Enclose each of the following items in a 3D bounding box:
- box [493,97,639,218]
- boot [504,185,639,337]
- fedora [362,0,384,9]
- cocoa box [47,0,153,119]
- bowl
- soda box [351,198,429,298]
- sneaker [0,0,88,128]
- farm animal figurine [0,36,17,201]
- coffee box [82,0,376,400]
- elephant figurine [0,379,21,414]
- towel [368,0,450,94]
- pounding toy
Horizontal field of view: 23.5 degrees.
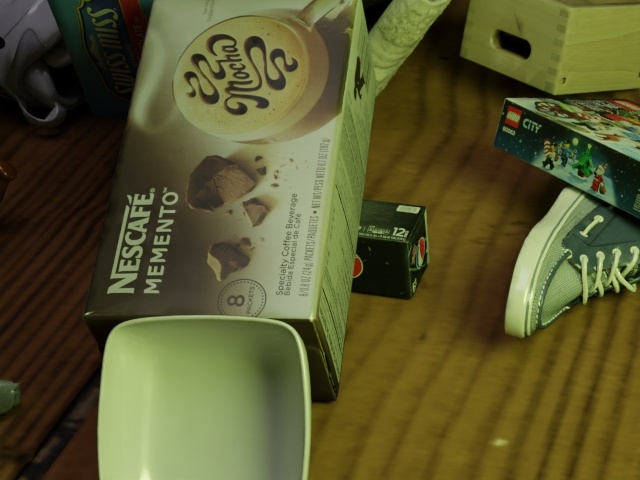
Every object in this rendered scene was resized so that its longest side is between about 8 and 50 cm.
[{"bbox_3d":[0.277,-0.058,1.240,0.159,0.044,0.233,-5,26,-40],"label":"box"},{"bbox_3d":[0.204,0.018,1.166,0.086,0.069,0.190,13,36,20],"label":"boot"},{"bbox_3d":[0.024,-0.322,1.660,0.275,0.124,0.243,-5,31,15],"label":"fedora"},{"bbox_3d":[-0.086,-0.299,1.371,0.228,0.231,0.347,6,63,8],"label":"cocoa box"},{"bbox_3d":[-0.072,0.122,1.021,0.142,0.142,0.053,0,-6,11],"label":"bowl"},{"bbox_3d":[0.000,0.000,1.236,0.169,0.060,0.053,8,37,19],"label":"soda box"},{"bbox_3d":[-0.225,-0.276,1.544,0.210,0.137,0.366,34,83,35],"label":"sneaker"},{"bbox_3d":[-0.440,-0.112,1.318,0.172,0.330,0.327,-41,36,26],"label":"farm animal figurine"},{"bbox_3d":[-0.059,-0.037,1.155,0.168,0.119,0.297,1,57,11],"label":"coffee box"},{"bbox_3d":[-0.339,0.062,1.037,0.169,0.239,0.186,6,35,19],"label":"elephant figurine"},{"bbox_3d":[0.100,-0.232,1.477,0.049,0.187,0.282,36,43,-2],"label":"towel"},{"bbox_3d":[0.237,-0.206,1.486,0.206,0.094,0.181,-8,27,-39],"label":"pounding toy"}]
